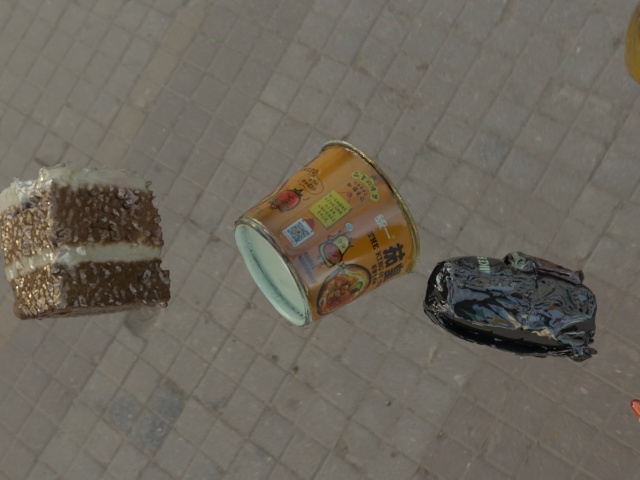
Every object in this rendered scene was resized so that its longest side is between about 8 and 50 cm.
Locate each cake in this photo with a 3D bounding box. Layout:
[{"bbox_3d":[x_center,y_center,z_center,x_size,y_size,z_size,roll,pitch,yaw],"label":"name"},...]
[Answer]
[{"bbox_3d":[-0.243,0.004,0.668,0.135,0.134,0.147,-15,78,42],"label":"cake"}]

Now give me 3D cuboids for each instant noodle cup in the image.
[{"bbox_3d":[0.000,0.000,0.857,0.172,0.216,0.216,-33,70,-21],"label":"instant noodle cup"}]

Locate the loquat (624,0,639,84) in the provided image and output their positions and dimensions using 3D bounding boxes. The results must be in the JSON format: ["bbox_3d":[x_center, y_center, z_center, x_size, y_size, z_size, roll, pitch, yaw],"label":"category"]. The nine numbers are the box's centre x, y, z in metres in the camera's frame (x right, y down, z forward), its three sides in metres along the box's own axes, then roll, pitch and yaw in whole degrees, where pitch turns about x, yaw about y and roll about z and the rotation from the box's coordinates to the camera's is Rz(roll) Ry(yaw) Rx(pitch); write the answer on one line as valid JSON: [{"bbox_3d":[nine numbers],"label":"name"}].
[{"bbox_3d":[0.547,-0.300,0.943,0.187,0.176,0.234,-4,37,17],"label":"loquat"}]

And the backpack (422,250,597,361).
[{"bbox_3d":[0.193,0.061,0.669,0.165,0.120,0.106,17,86,-1],"label":"backpack"}]

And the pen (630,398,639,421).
[{"bbox_3d":[0.244,0.178,0.344,0.026,0.026,0.218,-37,59,8],"label":"pen"}]
